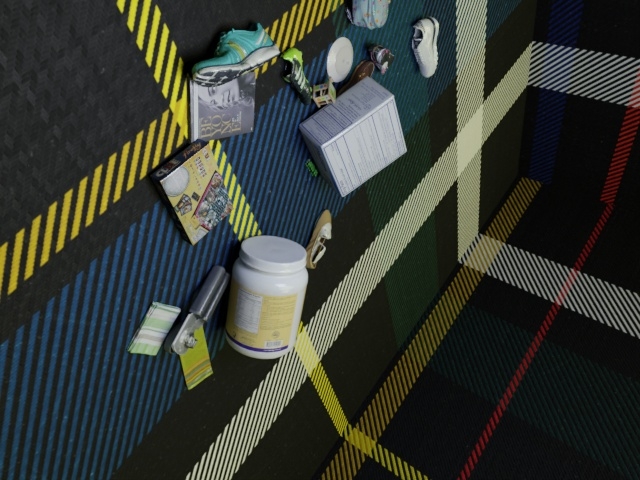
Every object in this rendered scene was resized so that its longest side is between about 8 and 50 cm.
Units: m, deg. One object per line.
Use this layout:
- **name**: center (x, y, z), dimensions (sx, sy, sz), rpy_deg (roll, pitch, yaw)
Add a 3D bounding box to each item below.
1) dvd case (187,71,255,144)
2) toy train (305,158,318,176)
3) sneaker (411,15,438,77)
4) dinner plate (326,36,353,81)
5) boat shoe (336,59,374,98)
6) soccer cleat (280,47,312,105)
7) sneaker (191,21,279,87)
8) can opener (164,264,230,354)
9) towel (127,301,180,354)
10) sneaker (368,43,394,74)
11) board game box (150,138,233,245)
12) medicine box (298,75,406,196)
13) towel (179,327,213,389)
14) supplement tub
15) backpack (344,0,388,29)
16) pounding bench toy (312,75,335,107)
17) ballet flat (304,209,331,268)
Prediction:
- **dvd case**: center (-0.255, -0.349, 1.346), dimensions (0.221, 0.018, 0.165), rpy_deg (-26, 132, -46)
- **toy train**: center (-0.029, -0.249, 1.760), dimensions (0.024, 0.017, 0.083), rpy_deg (-65, 150, -19)
- **sneaker**: center (0.399, -0.746, 2.012), dimensions (0.094, 0.090, 0.235), rpy_deg (-33, 134, -23)
- **dinner plate**: center (0.069, -0.586, 1.674), dimensions (0.141, 0.017, 0.141), rpy_deg (-38, 141, -39)
- **boat shoe**: center (0.135, -0.530, 1.758), dimensions (0.207, 0.073, 0.073), rpy_deg (-58, 146, -15)
- **soccer cleat**: center (-0.074, -0.471, 1.505), dimensions (0.072, 0.060, 0.179), rpy_deg (-38, 134, -22)
- **sneaker**: center (-0.219, -0.457, 1.264), dimensions (0.275, 0.107, 0.110), rpy_deg (-44, 111, -41)
- **can opener**: center (-0.371, 0.201, 1.521), dimensions (0.284, 0.095, 0.076), rpy_deg (-66, 151, -25)
- **towel**: center (-0.464, 0.251, 1.448), dimensions (0.152, 0.023, 0.113), rpy_deg (-63, 148, -3)
- **sneaker**: center (0.207, -0.644, 1.794), dimensions (0.072, 0.077, 0.178), rpy_deg (-51, 172, 5)
- **board game box**: center (-0.328, -0.123, 1.355), dimensions (0.165, 0.042, 0.243), rpy_deg (-45, 147, -26)
- **medicine box**: center (0.114, -0.338, 1.704), dimensions (0.289, 0.149, 0.264), rpy_deg (-35, 144, -5)
- **towel**: center (-0.398, 0.366, 1.630), dimensions (0.102, 0.021, 0.237), rpy_deg (-37, 139, -40)
- **supplement tub**: center (-0.169, 0.176, 1.629), dimensions (0.241, 0.240, 0.332), rpy_deg (-18, 125, -51)
- **backpack**: center (0.148, -0.747, 1.585), dimensions (0.152, 0.115, 0.182), rpy_deg (-44, 146, -35)
- **pounding bench toy**: center (0.009, -0.473, 1.623), dimensions (0.052, 0.065, 0.084), rpy_deg (46, 41, -57)
- **ballet flat**: center (0.000, 0.000, 1.924), dimensions (0.080, 0.073, 0.233), rpy_deg (25, 89, -59)
